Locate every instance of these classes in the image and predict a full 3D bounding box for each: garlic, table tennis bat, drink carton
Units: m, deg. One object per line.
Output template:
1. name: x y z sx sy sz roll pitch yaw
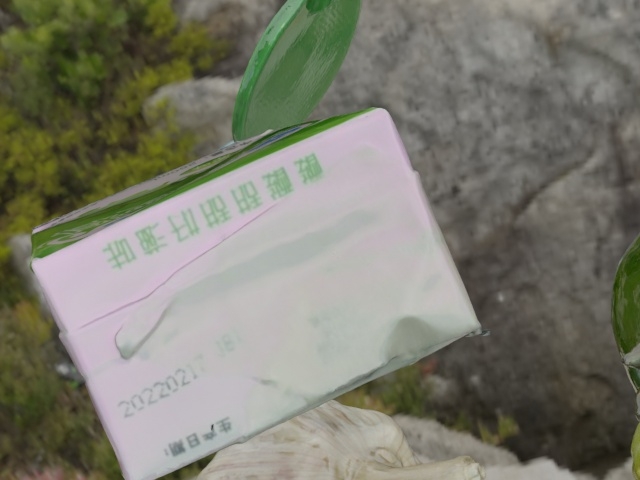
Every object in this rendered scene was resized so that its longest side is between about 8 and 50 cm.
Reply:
1. garlic: 0.027 0.191 0.944 0.226 0.199 0.199 -33 25 49
2. table tennis bat: -0.009 -0.169 0.993 0.039 0.257 0.160 33 47 13
3. drink carton: -0.045 0.016 0.637 0.161 0.108 0.271 -25 8 -10

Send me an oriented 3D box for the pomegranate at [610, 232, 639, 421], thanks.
1. pomegranate: 0.234 0.047 0.702 0.187 0.187 0.225 18 25 34

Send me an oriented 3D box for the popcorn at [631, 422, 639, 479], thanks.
1. popcorn: 0.404 0.159 1.163 0.225 0.286 0.173 11 52 7

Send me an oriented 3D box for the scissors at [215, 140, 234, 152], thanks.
1. scissors: 0.000 0.000 1.389 0.029 0.255 0.383 5 15 31
